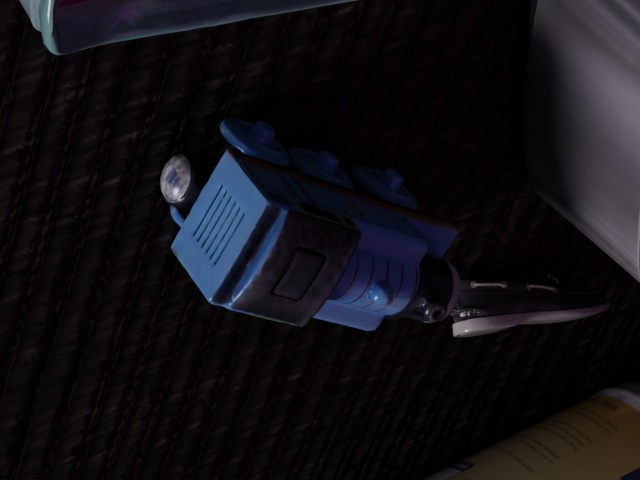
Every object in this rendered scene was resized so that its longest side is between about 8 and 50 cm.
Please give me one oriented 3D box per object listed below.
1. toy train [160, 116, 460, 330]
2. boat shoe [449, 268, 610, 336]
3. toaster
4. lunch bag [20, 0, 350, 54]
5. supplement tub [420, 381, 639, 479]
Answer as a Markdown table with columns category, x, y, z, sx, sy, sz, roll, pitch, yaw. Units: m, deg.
| category | x | y | z | sx | sy | sz | roll | pitch | yaw |
| --- | --- | --- | --- | --- | --- | --- | --- | --- | --- |
| toy train | 0.000 | 0.000 | 0.738 | 0.184 | 0.105 | 0.080 | 17 | 115 | -40 |
| boat shoe | 0.137 | 0.038 | 0.902 | 0.125 | 0.038 | 0.046 | -6 | 170 | -27 |
| toaster | 0.199 | -0.069 | 0.777 | 0.129 | 0.146 | 0.227 | -17 | 132 | -19 |
| lunch bag | -0.012 | -0.198 | 0.487 | 0.262 | 0.223 | 0.160 | -17 | 137 | -21 |
| supplement tub | 0.188 | 0.237 | 0.960 | 0.316 | 0.228 | 0.228 | -24 | 134 | -14 |
